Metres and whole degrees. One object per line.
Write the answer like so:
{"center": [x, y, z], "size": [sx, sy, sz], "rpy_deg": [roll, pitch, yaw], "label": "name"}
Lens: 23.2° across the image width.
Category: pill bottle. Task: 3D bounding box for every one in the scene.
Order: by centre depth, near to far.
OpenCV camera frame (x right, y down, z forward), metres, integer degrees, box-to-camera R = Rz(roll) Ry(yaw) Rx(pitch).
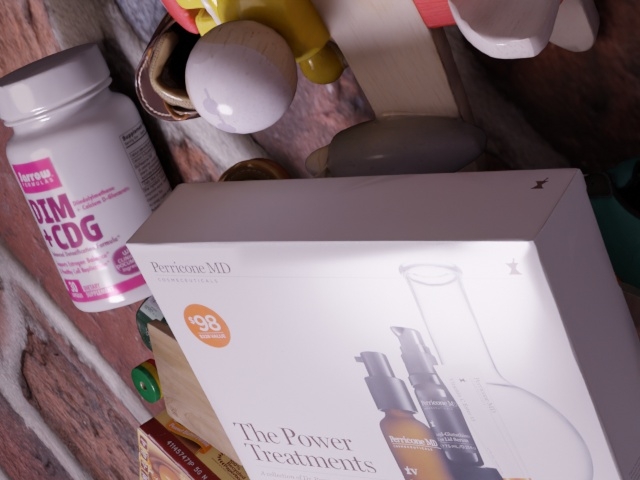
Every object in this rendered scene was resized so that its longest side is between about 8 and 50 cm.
{"center": [-0.266, -0.074, 1.810], "size": [0.160, 0.160, 0.283], "rpy_deg": [1, 118, 55], "label": "pill bottle"}

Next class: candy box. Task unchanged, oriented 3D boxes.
{"center": [-0.160, 0.384, 2.138], "size": [0.183, 0.087, 0.316], "rpy_deg": [39, 144, 29], "label": "candy box"}

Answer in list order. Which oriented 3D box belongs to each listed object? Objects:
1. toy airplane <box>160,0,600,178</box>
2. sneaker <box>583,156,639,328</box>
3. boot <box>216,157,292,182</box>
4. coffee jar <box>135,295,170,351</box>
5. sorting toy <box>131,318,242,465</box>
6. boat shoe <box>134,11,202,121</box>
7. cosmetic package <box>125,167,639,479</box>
{"center": [0.014, -0.183, 1.200], "size": [0.386, 0.272, 0.384], "rpy_deg": [39, 160, -3], "label": "toy airplane"}
{"center": [0.224, -0.014, 1.229], "size": [0.302, 0.108, 0.121], "rpy_deg": [20, 112, 47], "label": "sneaker"}
{"center": [0.000, 0.000, 1.445], "size": [0.109, 0.220, 0.283], "rpy_deg": [6, 128, 31], "label": "boot"}
{"center": [-0.137, 0.133, 1.887], "size": [0.184, 0.079, 0.096], "rpy_deg": [35, 154, 34], "label": "coffee jar"}
{"center": [-0.113, 0.158, 1.671], "size": [0.274, 0.046, 0.132], "rpy_deg": [28, 138, 42], "label": "sorting toy"}
{"center": [-0.123, -0.184, 1.545], "size": [0.342, 0.123, 0.123], "rpy_deg": [-18, 102, 58], "label": "boat shoe"}
{"center": [0.062, 0.087, 1.234], "size": [0.377, 0.097, 0.284], "rpy_deg": [-1, 124, 37], "label": "cosmetic package"}
